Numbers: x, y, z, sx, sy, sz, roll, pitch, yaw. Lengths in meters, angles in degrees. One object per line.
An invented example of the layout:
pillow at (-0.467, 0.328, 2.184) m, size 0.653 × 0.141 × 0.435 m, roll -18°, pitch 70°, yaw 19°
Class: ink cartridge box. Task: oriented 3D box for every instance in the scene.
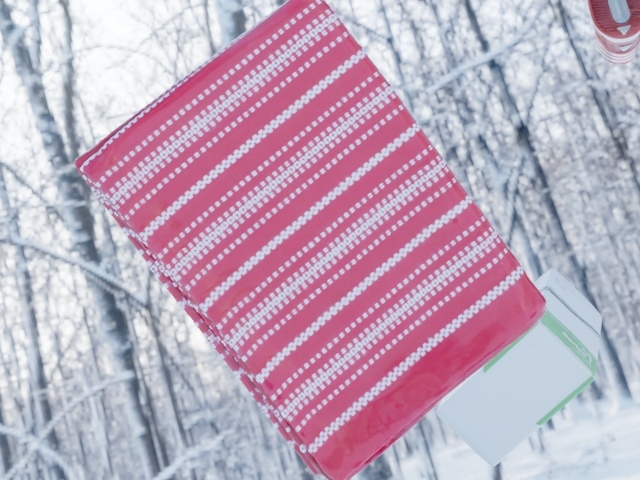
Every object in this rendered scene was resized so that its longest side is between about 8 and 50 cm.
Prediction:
ink cartridge box at (0.235, 0.138, 1.169) m, size 0.160 × 0.092 × 0.219 m, roll -47°, pitch -4°, yaw 22°

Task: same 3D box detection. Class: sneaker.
sneaker at (0.335, -0.310, 1.209) m, size 0.087 × 0.221 × 0.128 m, roll -4°, pitch -19°, yaw 12°

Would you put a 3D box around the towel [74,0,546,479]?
towel at (0.000, 0.000, 0.663) m, size 0.199 × 0.274 × 0.031 m, roll -38°, pitch 8°, yaw -3°
